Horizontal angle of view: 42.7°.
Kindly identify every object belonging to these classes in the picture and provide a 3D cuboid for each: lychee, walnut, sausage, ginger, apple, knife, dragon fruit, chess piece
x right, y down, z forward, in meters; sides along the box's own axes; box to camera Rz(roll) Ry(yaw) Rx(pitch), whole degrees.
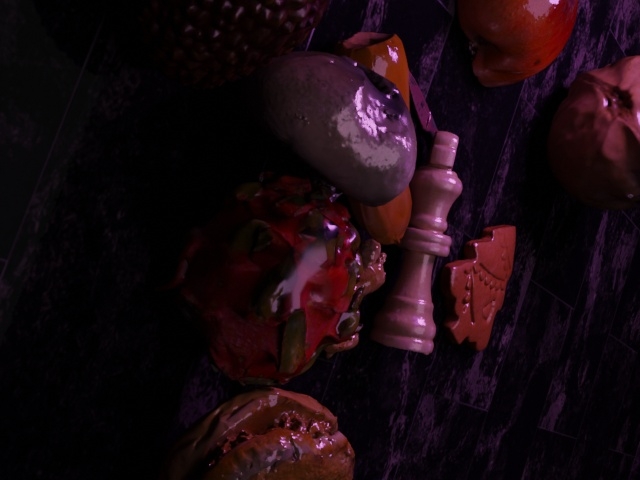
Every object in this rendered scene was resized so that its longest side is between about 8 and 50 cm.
[{"bbox_3d":[-0.102,-0.300,0.938,0.271,0.236,0.236,-53,143,12],"label":"lychee"},{"bbox_3d":[0.700,-0.231,1.854,0.383,0.383,0.384,-19,116,-46],"label":"walnut"},{"bbox_3d":[0.085,-0.148,1.303,0.134,0.116,0.354,-48,139,-51],"label":"sausage"},{"bbox_3d":[0.052,0.105,1.388,0.176,0.052,0.193,-24,120,-51],"label":"ginger"},{"bbox_3d":[0.394,-0.435,1.551,0.293,0.163,0.251,49,62,-44],"label":"apple"},{"bbox_3d":[0.196,-0.211,1.498,0.035,0.018,0.247,-52,133,-22],"label":"knife"},{"bbox_3d":[-0.067,0.059,1.088,0.237,0.231,0.303,-17,119,-53],"label":"dragon fruit"},{"bbox_3d":[0.182,-0.002,1.474,0.117,0.117,0.397,12,90,-52],"label":"chess piece"}]

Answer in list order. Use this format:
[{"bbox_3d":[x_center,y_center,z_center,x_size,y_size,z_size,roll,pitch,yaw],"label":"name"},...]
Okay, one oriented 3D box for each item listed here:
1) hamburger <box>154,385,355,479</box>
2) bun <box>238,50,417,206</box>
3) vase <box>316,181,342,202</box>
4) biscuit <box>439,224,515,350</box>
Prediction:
[{"bbox_3d":[-0.100,0.344,1.166,0.318,0.158,0.319,-25,137,-25],"label":"hamburger"},{"bbox_3d":[0.016,-0.165,1.094,0.168,0.273,0.273,-54,142,7],"label":"bun"},{"bbox_3d":[0.000,0.000,1.254,0.120,0.120,0.183,23,70,-51],"label":"vase"},{"bbox_3d":[0.351,0.084,1.754,0.306,0.043,0.284,-57,138,-22],"label":"biscuit"}]
